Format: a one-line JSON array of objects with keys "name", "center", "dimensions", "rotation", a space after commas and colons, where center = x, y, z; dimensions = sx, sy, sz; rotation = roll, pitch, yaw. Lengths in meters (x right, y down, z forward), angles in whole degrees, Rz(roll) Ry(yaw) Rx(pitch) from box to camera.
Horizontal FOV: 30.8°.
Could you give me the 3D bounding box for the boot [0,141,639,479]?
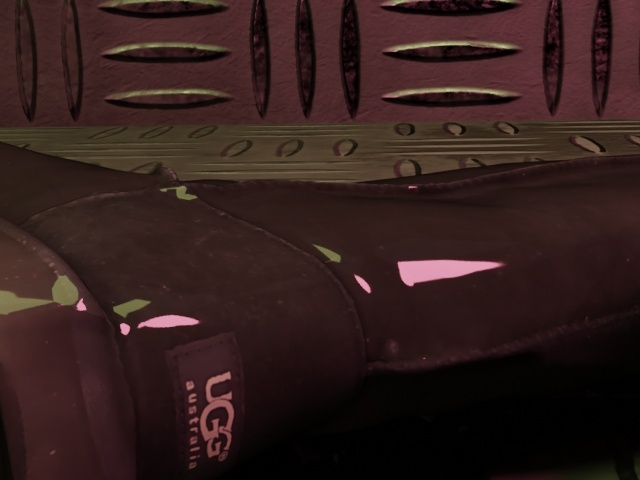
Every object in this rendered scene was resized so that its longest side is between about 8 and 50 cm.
[{"name": "boot", "center": [0.001, 0.001, 0.593], "dimensions": [0.445, 0.146, 0.367], "rotation": [-12, 23, -32]}]
